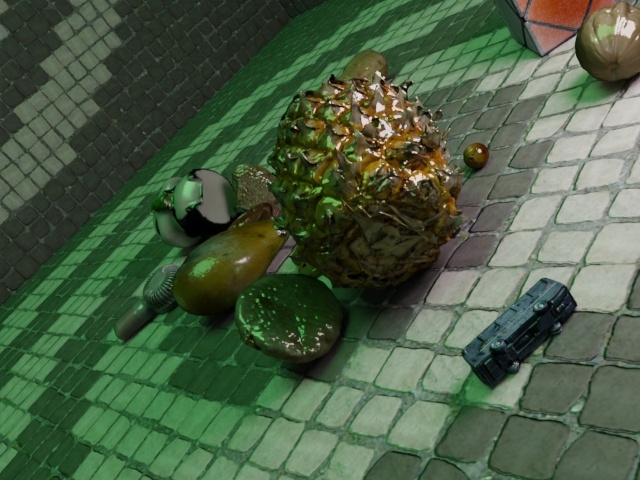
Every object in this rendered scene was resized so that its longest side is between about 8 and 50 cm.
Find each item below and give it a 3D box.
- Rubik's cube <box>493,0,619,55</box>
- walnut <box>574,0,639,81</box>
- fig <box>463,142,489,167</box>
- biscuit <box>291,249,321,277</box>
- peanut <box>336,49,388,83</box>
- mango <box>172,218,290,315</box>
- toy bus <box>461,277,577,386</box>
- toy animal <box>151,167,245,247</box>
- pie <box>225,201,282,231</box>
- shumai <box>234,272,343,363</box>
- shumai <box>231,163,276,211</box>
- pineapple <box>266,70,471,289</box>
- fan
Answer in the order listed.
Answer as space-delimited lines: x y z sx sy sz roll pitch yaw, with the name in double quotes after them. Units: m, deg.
0.522 -0.584 1.537 0.205 0.207 0.205 -34 26 14 "Rubik's cube"
0.542 -0.363 1.221 0.140 0.140 0.162 -20 16 35 "walnut"
0.313 -0.174 1.321 0.050 0.050 0.083 -20 11 35 "fig"
-0.001 -0.001 1.463 0.158 0.035 0.240 -29 26 26 "biscuit"
0.105 -0.472 2.025 0.253 0.122 0.137 -53 19 -19 "peanut"
-0.201 0.048 1.524 0.316 0.146 0.193 -41 32 -22 "mango"
0.262 0.119 0.881 0.166 0.047 0.065 -40 20 -6 "toy bus"
-0.382 -0.091 1.928 0.267 0.212 0.212 -17 32 32 "toy animal"
-0.176 -0.029 1.729 0.182 0.049 0.182 -26 30 17 "pie"
-0.065 0.154 1.184 0.201 0.201 0.120 -68 -4 -47 "shumai"
-0.181 -0.143 1.870 0.146 0.145 0.116 -38 1 2 "shumai"
0.079 -0.094 1.139 0.352 0.352 0.300 -34 42 11 "pineapple"
-0.447 0.165 1.751 0.244 0.074 0.130 -44 36 1 "fan"
